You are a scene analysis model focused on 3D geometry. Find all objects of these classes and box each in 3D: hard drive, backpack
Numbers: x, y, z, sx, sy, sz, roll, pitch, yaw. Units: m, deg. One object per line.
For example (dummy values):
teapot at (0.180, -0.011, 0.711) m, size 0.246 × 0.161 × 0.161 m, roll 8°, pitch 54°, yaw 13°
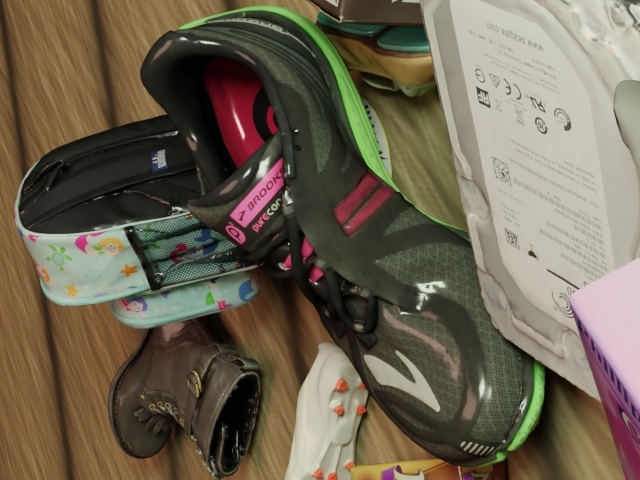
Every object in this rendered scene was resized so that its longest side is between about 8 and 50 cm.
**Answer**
hard drive at (0.171, -0.040, 0.993) m, size 0.237 × 0.064 × 0.339 m, roll 36°, pitch 149°, yaw 51°
backpack at (-0.181, -0.025, 1.566) m, size 0.225 × 0.253 × 0.191 m, roll -101°, pitch 0°, yaw -57°

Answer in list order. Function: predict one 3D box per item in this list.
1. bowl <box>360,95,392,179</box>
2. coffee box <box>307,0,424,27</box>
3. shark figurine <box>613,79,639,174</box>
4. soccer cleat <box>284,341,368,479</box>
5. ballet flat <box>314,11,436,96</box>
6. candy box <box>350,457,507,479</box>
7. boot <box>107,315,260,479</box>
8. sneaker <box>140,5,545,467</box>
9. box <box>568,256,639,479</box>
bowl at (-0.008, -0.060, 1.458) m, size 0.170 × 0.080 × 0.170 m, roll 4°, pitch 94°, yaw 61°
coffee box at (0.085, -0.324, 1.182) m, size 0.119 × 0.168 × 0.297 m, roll 42°, pitch 129°, yaw 52°
shark figurine at (0.280, -0.027, 0.735) m, size 0.166 × 0.278 × 0.116 m, roll -70°, pitch -12°, yaw -47°
soccer cleat at (0.002, 0.194, 1.480) m, size 0.076 × 0.068 × 0.196 m, roll 44°, pitch 122°, yaw 58°
ballet flat at (0.074, -0.165, 1.332) m, size 0.232 × 0.080 × 0.073 m, roll 30°, pitch 146°, yaw 59°
candy box at (0.096, 0.245, 1.321) m, size 0.187 × 0.053 × 0.109 m, roll -21°, pitch 73°, yaw 58°
boot at (-0.154, 0.197, 1.727) m, size 0.229 × 0.091 × 0.263 m, roll 50°, pitch 132°, yaw 48°
sneaker at (0.000, 0.000, 1.258) m, size 0.483 × 0.202 × 0.185 m, roll 52°, pitch 125°, yaw 25°
box at (0.253, 0.144, 0.823) m, size 0.213 × 0.117 × 0.243 m, roll 63°, pitch 179°, yaw 42°
